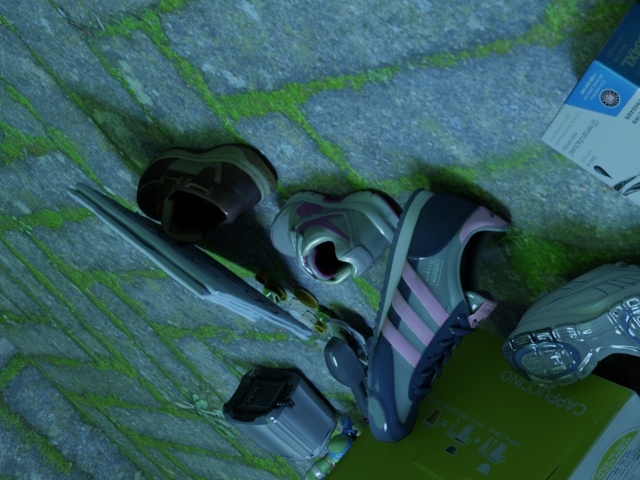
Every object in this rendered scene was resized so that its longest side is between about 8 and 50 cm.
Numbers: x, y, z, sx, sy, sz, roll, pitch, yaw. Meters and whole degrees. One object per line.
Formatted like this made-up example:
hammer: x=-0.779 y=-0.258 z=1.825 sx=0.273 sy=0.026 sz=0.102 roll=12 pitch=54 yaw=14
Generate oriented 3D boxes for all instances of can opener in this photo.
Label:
can opener: x=0.059 y=0.233 z=1.922 sx=0.076 sy=0.095 sz=0.283 roll=21 pitch=149 yaw=32

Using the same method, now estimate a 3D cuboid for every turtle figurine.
turtle figurine: x=0.071 y=0.481 z=2.146 sx=0.197 sy=0.275 sz=0.266 roll=-18 pitch=146 yaw=32

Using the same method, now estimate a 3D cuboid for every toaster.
toaster: x=-0.070 y=0.333 z=2.218 sx=0.146 sy=0.129 sz=0.227 roll=46 pitch=151 yaw=-25

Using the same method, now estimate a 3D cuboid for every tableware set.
tableware set: x=-0.045 y=0.103 z=1.923 sx=0.154 sy=0.024 sz=0.104 roll=38 pitch=154 yaw=0

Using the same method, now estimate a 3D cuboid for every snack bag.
snack bag: x=-0.198 y=0.040 z=1.808 sx=0.323 sy=0.037 sz=0.342 roll=34 pitch=180 yaw=28

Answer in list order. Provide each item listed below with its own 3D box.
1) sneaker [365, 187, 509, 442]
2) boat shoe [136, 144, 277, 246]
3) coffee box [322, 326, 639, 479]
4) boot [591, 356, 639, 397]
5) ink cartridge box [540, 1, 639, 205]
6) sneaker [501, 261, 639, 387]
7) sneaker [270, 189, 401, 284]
sneaker: x=0.141 y=0.102 z=1.408 sx=0.131 sy=0.319 sz=0.112 roll=12 pitch=-174 yaw=24
boat shoe: x=-0.201 y=-0.057 z=1.742 sx=0.342 sy=0.123 sz=0.123 roll=-2 pitch=133 yaw=53
coffee box: x=0.252 y=0.357 z=1.477 sx=0.334 sy=0.338 sz=0.337 roll=49 pitch=165 yaw=-31
boot: x=0.439 y=0.259 z=1.490 sx=0.264 sy=0.096 sz=0.280 roll=40 pitch=155 yaw=-8
ink cartridge box: x=0.326 y=-0.097 z=1.058 sx=0.203 sy=0.086 sz=0.148 roll=35 pitch=154 yaw=7
sneaker: x=0.341 y=0.070 z=1.295 sx=0.297 sy=0.129 sz=0.111 roll=-15 pitch=123 yaw=37
sneaker: x=0.000 y=0.000 z=1.597 sx=0.103 sy=0.111 sz=0.252 roll=48 pitch=152 yaw=-21
